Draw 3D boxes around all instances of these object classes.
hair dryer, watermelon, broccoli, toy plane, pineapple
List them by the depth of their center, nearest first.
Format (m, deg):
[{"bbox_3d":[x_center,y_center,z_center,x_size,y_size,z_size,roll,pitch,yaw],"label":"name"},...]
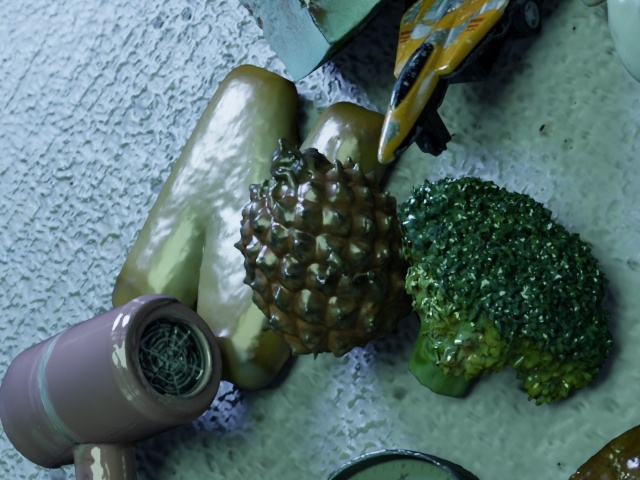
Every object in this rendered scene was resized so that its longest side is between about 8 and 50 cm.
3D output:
[{"bbox_3d":[0.137,0.056,1.534,0.220,0.194,0.194,40,97,19],"label":"broccoli"},{"bbox_3d":[0.000,0.000,1.592,0.166,0.166,0.193,-15,105,32],"label":"pineapple"},{"bbox_3d":[0.121,-0.172,1.637,0.204,0.103,0.316,-4,52,38],"label":"toy plane"},{"bbox_3d":[-0.177,0.240,1.683,0.210,0.125,0.352,-24,70,46],"label":"hair dryer"},{"bbox_3d":[-0.029,-0.312,1.764,0.289,0.214,0.319,7,81,64],"label":"watermelon"}]

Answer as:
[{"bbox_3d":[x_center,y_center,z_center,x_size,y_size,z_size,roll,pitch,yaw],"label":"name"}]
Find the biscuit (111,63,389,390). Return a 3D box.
[{"bbox_3d":[-0.069,-0.020,1.762,0.237,0.062,0.290,27,87,42],"label":"biscuit"}]

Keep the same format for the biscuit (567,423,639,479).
[{"bbox_3d":[0.256,0.214,1.372,0.226,0.042,0.226,-28,34,21],"label":"biscuit"}]

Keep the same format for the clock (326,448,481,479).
[{"bbox_3d":[0.058,0.278,1.537,0.215,0.042,0.215,-16,61,32],"label":"clock"}]

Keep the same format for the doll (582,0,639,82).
[{"bbox_3d":[0.295,-0.218,1.546,0.155,0.113,0.275,-44,56,25],"label":"doll"}]
